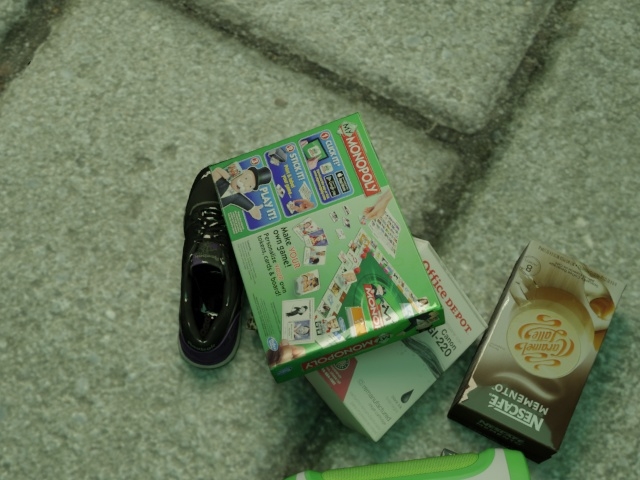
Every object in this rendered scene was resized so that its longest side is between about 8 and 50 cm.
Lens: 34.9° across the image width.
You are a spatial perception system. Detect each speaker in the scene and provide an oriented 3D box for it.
[{"bbox_3d":[0.103,0.325,1.225,0.296,0.131,0.131,-8,70,4],"label":"speaker"}]

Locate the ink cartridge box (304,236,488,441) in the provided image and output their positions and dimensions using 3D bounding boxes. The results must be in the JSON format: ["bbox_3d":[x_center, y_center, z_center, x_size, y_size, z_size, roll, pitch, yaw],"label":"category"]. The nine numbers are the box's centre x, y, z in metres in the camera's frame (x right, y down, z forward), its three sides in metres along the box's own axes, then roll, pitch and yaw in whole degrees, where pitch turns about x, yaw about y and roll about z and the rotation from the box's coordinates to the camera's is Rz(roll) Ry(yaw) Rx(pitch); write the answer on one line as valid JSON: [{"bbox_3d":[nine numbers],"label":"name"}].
[{"bbox_3d":[0.084,0.120,1.299,0.218,0.092,0.158,-44,113,-16],"label":"ink cartridge box"}]

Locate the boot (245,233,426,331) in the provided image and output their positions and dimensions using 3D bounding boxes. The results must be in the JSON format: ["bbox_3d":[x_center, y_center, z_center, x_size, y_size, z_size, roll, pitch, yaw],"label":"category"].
[{"bbox_3d":[0.021,0.056,1.366,0.236,0.085,0.179,13,80,-8],"label":"boot"}]

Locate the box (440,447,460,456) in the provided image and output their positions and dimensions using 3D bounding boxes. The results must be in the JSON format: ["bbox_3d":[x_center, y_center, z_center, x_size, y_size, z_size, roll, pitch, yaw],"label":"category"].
[{"bbox_3d":[0.184,0.314,1.306,0.083,0.018,0.067,22,71,6],"label":"box"}]

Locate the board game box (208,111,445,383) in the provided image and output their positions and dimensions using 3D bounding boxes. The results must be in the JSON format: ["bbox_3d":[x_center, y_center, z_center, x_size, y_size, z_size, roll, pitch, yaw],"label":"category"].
[{"bbox_3d":[0.000,0.000,1.263,0.213,0.046,0.317,-19,56,0],"label":"board game box"}]

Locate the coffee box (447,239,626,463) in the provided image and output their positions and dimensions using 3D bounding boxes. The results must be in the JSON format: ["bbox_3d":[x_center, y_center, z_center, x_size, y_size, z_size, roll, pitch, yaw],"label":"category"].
[{"bbox_3d":[0.282,0.145,1.329,0.141,0.098,0.246,25,71,6],"label":"coffee box"}]

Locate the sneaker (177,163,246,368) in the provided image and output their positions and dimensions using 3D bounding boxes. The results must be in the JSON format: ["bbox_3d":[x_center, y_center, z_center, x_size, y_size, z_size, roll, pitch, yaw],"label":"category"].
[{"bbox_3d":[-0.135,0.019,1.344,0.107,0.124,0.283,1,70,-3],"label":"sneaker"}]
